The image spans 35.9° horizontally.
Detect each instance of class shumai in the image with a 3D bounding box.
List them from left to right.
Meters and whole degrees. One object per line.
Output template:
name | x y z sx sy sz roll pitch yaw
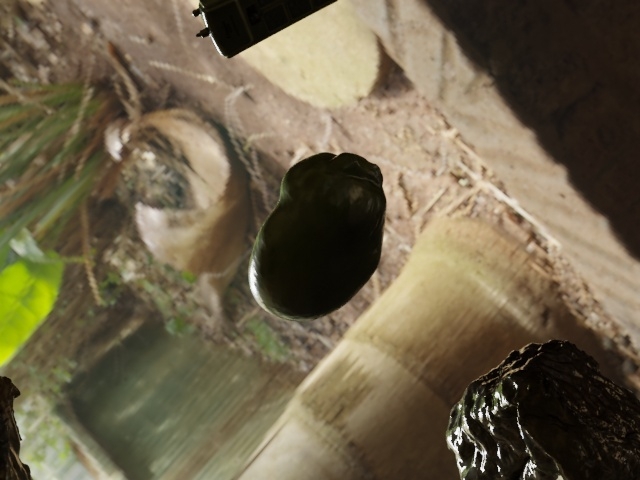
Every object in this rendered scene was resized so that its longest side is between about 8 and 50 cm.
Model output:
shumai | 0.196 0.203 0.902 0.184 0.185 0.218 52 -157 12

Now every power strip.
power strip | -0.059 -0.258 1.070 0.028 0.169 0.076 54 171 45

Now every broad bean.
broad bean | 0.000 -0.001 1.398 0.119 0.238 0.291 39 145 29

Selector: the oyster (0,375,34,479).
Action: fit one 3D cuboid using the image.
oyster | -0.477 0.362 1.457 0.198 0.336 0.133 0 179 -25
